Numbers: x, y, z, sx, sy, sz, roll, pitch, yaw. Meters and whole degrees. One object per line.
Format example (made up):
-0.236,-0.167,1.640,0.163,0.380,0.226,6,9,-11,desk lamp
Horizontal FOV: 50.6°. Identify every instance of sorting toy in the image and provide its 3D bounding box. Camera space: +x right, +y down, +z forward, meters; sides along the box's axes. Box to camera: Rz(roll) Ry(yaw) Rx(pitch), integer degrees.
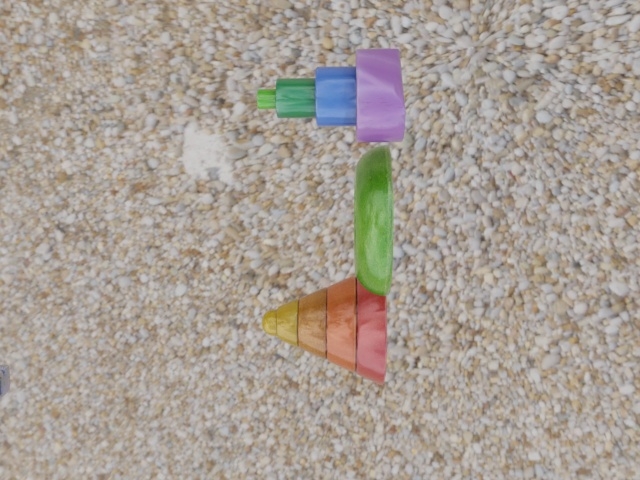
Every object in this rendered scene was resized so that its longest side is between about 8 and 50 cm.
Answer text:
0.000,0.000,0.594,0.126,0.127,0.365,0,137,2,sorting toy

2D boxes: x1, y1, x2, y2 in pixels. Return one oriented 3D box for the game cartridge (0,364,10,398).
-0.583,0.233,0.909,0.230,0.355,0.068,-4,93,-10,game cartridge
